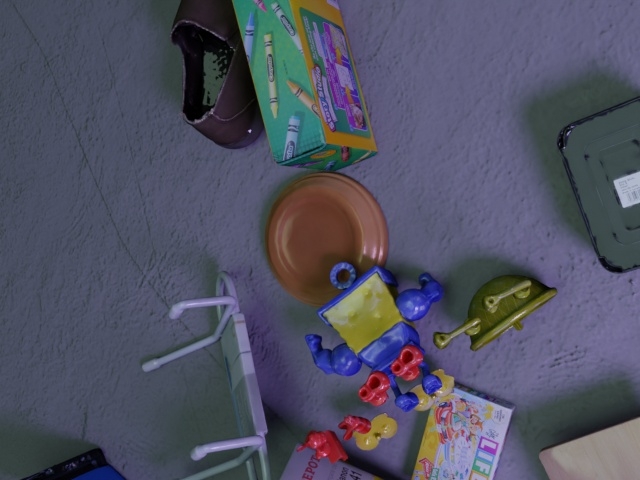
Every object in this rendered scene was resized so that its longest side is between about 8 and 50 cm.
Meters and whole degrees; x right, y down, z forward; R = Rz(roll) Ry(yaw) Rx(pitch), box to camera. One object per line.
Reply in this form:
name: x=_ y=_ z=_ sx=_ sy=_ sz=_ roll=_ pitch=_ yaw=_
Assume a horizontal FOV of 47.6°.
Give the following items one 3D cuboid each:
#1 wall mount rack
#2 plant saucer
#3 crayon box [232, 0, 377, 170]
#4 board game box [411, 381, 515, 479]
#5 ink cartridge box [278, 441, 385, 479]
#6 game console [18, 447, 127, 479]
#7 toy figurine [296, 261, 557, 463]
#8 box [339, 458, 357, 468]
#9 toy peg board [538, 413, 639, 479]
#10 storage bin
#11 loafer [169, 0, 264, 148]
wall mount rack: x=-0.177 y=0.235 z=1.085 sx=0.304 sy=0.130 sz=0.350 roll=123 pitch=138 yaw=-58
plant saucer: x=0.000 y=0.000 z=1.051 sx=0.200 sy=0.037 sz=0.200 roll=2 pitch=94 yaw=27
crayon box: x=-0.022 y=-0.240 z=0.977 sx=0.081 sy=0.165 sz=0.278 roll=-17 pitch=84 yaw=27
board game box: x=0.189 y=0.275 z=0.970 sx=0.103 sy=0.026 sz=0.154 roll=17 pitch=100 yaw=26
ink cartridge box: x=0.067 y=0.404 z=0.888 sx=0.306 sy=0.226 sz=0.131 roll=23 pitch=104 yaw=6
game console: x=-0.455 y=0.469 z=1.169 sx=0.250 sy=0.293 sz=0.173 roll=-33 pitch=77 yaw=25
toy figurine: x=0.085 y=0.092 z=0.927 sx=0.362 sy=0.191 sz=0.217 roll=-40 pitch=59 yaw=13
box: x=0.005 y=0.405 z=1.055 sx=0.054 sy=0.059 sz=0.169 roll=32 pitch=106 yaw=22
toy peg board: x=0.370 y=0.287 z=0.848 sx=0.160 sy=0.079 sz=0.161 roll=-29 pitch=79 yaw=24
storage bin: x=0.361 y=-0.063 z=0.832 sx=0.122 sy=0.084 sz=0.180 roll=-21 pitch=82 yaw=27
loafer: x=-0.145 y=-0.321 z=1.057 sx=0.133 sy=0.130 sz=0.366 roll=-3 pitch=91 yaw=28
